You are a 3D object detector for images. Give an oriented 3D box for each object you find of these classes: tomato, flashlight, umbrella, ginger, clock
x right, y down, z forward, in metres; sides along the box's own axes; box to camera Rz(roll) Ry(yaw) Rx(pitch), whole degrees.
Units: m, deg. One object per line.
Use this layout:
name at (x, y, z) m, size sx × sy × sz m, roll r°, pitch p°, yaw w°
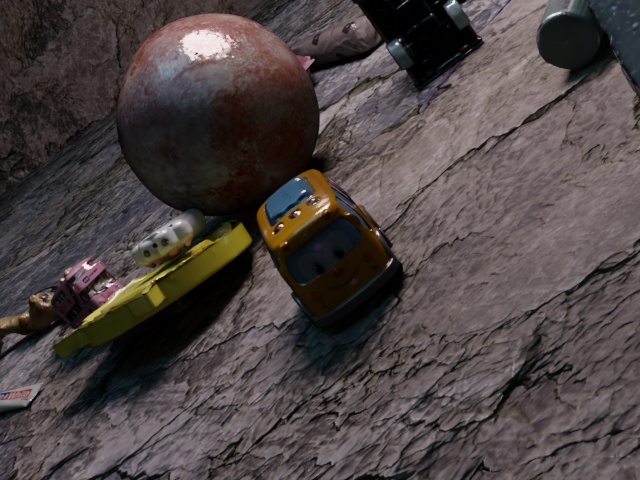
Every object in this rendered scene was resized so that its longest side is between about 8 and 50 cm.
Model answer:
tomato at (-0.159, -0.193, 1.962) m, size 0.317 × 0.316 × 0.282 m, roll -26°, pitch 13°, yaw 36°
flashlight at (-0.209, -0.005, 1.835) m, size 0.093 × 0.047 × 0.200 m, roll -31°, pitch 5°, yaw 12°
umbrella at (0.018, -0.384, 2.499) m, size 0.073 × 0.067 × 0.337 m, roll -24°, pitch 10°, yaw -25°
ginger at (-0.507, 0.132, 2.255) m, size 0.288 × 0.075 × 0.089 m, roll -33°, pitch -23°, yaw 24°
clock at (-0.217, 0.074, 1.809) m, size 0.277 × 0.071 × 0.293 m, roll -26°, pitch 10°, yaw 47°

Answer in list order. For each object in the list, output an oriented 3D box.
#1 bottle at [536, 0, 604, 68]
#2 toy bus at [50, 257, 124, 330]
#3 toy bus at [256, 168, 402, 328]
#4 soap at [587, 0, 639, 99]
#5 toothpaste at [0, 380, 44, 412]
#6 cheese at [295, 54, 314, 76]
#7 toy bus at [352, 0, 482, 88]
bottle at (0.343, -0.318, 1.653) m, size 0.082 × 0.082 × 0.286 m, roll -26°, pitch 21°, yaw 35°
toy bus at (-0.369, 0.091, 2.002) m, size 0.063 × 0.090 × 0.203 m, roll -47°, pitch 5°, yaw -26°
toy bus at (0.000, 0.000, 1.453) m, size 0.126 × 0.136 × 0.209 m, roll -38°, pitch 18°, yaw 4°
soap at (0.391, -0.168, 1.250) m, size 0.159 × 0.257 × 0.302 m, roll -35°, pitch -26°, yaw 15°
toothpaste at (-0.512, 0.258, 2.020) m, size 0.218 × 0.033 × 0.052 m, roll -17°, pitch 32°, yaw 41°
cheese at (-0.112, -0.291, 2.518) m, size 0.286 × 0.074 × 0.189 m, roll -25°, pitch 21°, yaw 47°
toy bus at (0.116, -0.392, 1.974) m, size 0.138 × 0.275 × 0.167 m, roll -36°, pitch 16°, yaw 10°
